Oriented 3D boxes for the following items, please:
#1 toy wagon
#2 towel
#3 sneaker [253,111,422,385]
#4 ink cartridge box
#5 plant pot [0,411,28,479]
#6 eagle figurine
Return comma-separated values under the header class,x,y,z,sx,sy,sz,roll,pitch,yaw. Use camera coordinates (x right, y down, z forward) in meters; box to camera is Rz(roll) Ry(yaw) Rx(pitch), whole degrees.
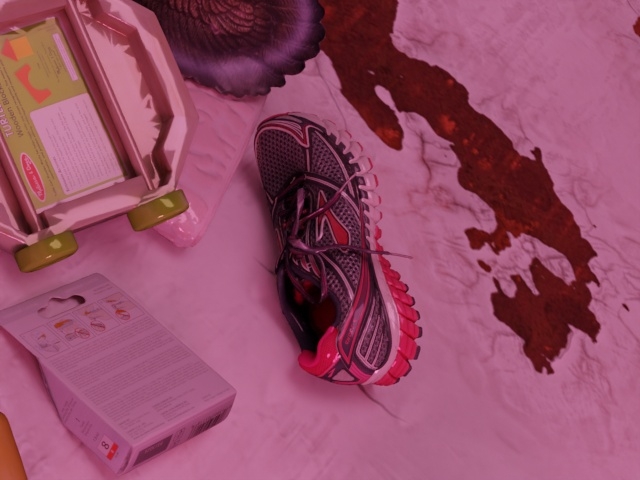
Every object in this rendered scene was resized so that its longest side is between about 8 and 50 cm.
class,x,y,z,sx,sy,sz,roll,pitch,yaw
toy wagon,-0.274,-0.107,1.681,0.344,0.068,0.267,-22,88,-33
towel,-0.212,-0.179,1.881,0.332,0.053,0.317,37,36,-12
sneaker,0.000,0.000,1.855,0.112,0.121,0.299,3,54,-40
ink cartridge box,-0.183,0.113,1.655,0.179,0.045,0.145,37,34,21
plant pot,-0.289,0.262,1.243,0.254,0.254,0.239,-11,77,-48
eagle figurine,-0.137,-0.280,1.892,0.225,0.226,0.298,14,-10,23
